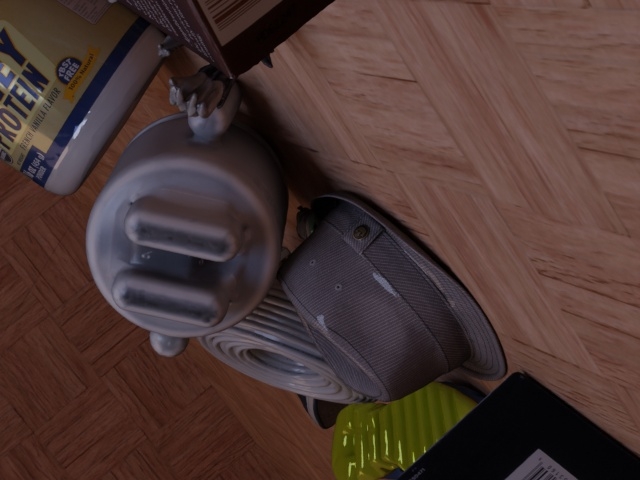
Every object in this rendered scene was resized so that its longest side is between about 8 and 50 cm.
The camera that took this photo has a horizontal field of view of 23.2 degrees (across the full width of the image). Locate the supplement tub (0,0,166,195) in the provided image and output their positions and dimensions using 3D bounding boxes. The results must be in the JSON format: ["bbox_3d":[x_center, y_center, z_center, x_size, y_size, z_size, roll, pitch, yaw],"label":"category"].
[{"bbox_3d":[-0.357,-0.222,1.772,0.316,0.228,0.228,33,169,-6],"label":"supplement tub"}]

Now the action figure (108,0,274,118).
[{"bbox_3d":[-0.107,-0.203,1.328,0.164,0.141,0.275,49,164,-2],"label":"action figure"}]

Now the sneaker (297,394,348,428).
[{"bbox_3d":[-0.043,0.160,2.238,0.163,0.086,0.226,26,145,38],"label":"sneaker"}]

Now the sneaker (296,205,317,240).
[{"bbox_3d":[0.000,0.000,1.782,0.069,0.038,0.098,35,151,54],"label":"sneaker"}]

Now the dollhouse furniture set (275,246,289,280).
[{"bbox_3d":[-0.121,0.035,2.082,0.184,0.129,0.129,54,167,-18],"label":"dollhouse furniture set"}]

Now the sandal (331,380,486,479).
[{"bbox_3d":[0.138,0.230,1.820,0.317,0.138,0.126,-13,73,63],"label":"sandal"}]

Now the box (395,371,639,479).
[{"bbox_3d":[0.262,0.336,1.507,0.296,0.183,0.294,38,164,46],"label":"box"}]

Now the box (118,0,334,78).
[{"bbox_3d":[-0.078,-0.246,1.028,0.203,0.167,0.168,38,163,44],"label":"box"}]

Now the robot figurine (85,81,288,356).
[{"bbox_3d":[-0.137,-0.023,1.674,0.199,0.300,0.353,16,-161,-4],"label":"robot figurine"}]

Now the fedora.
[{"bbox_3d":[0.052,0.077,1.612,0.275,0.124,0.244,43,166,31],"label":"fedora"}]

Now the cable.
[{"bbox_3d":[-0.029,0.127,1.922,0.257,0.089,0.257,14,161,19],"label":"cable"}]
